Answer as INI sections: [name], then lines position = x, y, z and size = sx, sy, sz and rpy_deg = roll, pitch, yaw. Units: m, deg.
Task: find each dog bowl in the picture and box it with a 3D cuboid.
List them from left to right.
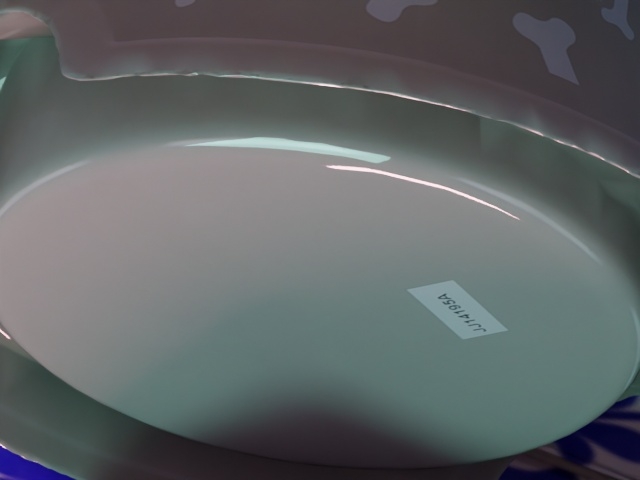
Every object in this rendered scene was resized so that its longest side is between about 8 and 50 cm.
[dog bowl]
position = 0.000, 0.000, 0.749
size = 0.348, 0.102, 0.349
rpy_deg = 6, 150, 4
